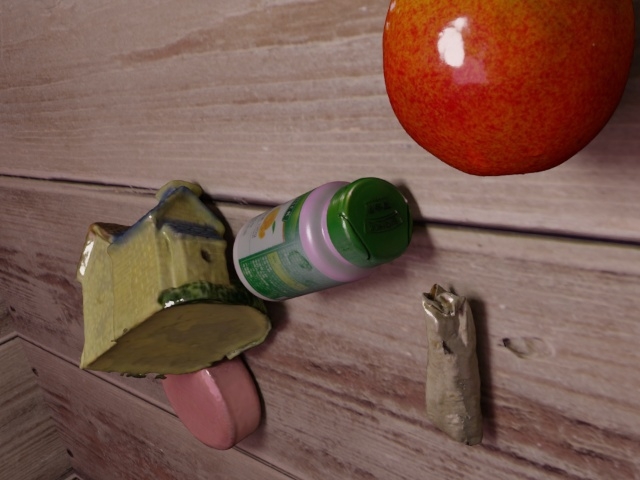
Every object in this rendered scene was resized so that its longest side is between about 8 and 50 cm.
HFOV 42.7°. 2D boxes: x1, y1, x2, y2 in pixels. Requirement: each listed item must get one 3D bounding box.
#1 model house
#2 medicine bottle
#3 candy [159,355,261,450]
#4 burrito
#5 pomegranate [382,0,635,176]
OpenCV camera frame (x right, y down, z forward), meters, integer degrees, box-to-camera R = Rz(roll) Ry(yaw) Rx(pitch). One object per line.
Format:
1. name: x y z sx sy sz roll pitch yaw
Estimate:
1. model house: -0.248 0.063 1.401 0.321 0.261 0.266 -35 59 35
2. medicine bottle: 0.000 0.000 1.087 0.274 0.133 0.133 -18 98 55
3. candy: -0.218 0.296 1.606 0.255 0.094 0.255 30 135 36
4. burrito: 0.167 0.154 1.044 0.087 0.060 0.226 21 130 42
5. pomegranate: 0.158 -0.182 0.695 0.221 0.221 0.257 15 101 47
